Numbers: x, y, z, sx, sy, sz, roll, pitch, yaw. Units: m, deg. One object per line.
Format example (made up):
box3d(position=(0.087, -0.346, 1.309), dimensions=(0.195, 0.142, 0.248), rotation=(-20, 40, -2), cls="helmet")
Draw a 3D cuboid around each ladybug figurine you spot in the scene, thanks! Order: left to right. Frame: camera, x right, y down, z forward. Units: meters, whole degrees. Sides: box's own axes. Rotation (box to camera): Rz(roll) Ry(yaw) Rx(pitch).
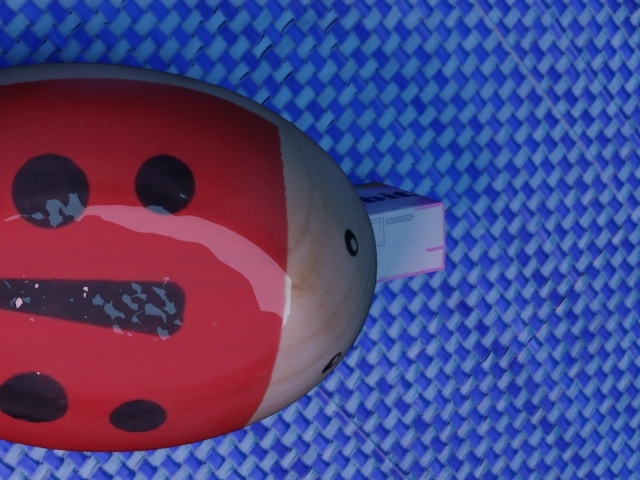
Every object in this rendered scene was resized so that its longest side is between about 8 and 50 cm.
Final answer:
box3d(position=(-0.169, 0.025, 1.302), dimensions=(0.449, 0.162, 0.305), rotation=(2, 105, -11), cls="ladybug figurine")

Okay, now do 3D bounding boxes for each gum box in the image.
box3d(position=(0.000, 0.000, 1.497), dimensions=(0.188, 0.107, 0.062), rotation=(-10, 107, -30), cls="gum box")
